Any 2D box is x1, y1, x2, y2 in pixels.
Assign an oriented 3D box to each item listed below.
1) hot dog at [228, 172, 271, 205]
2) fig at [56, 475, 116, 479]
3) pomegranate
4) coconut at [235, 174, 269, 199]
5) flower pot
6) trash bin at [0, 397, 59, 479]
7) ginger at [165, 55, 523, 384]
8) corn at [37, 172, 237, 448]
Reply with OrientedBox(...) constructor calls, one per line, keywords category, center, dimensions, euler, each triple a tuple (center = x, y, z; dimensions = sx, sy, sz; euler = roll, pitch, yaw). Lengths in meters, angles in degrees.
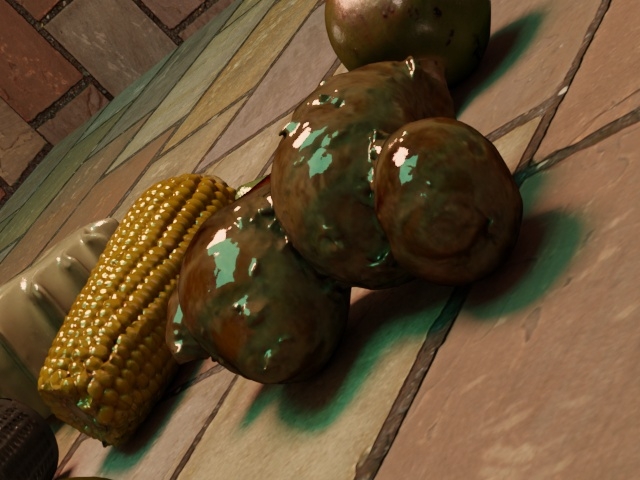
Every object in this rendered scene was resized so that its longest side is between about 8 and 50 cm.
OrientedBox(category="hot dog", center=(-0.011, -0.034, 1.483), dimensions=(0.227, 0.099, 0.160), euler=(-39, 16, 16))
OrientedBox(category="fig", center=(-0.163, 0.252, 1.152), dimensions=(0.133, 0.185, 0.126), euler=(7, -89, -77))
OrientedBox(category="pomegranate", center=(0.096, -0.211, 1.580), dimensions=(0.180, 0.180, 0.209), euler=(-31, 53, 42))
OrientedBox(category="coconut", center=(-0.058, -0.034, 1.652), dimensions=(0.082, 0.081, 0.083), euler=(-46, 17, 56))
OrientedBox(category="flower pot", center=(-0.361, 0.115, 1.895), dimensions=(0.254, 0.164, 0.367), euler=(-47, 14, -31))
OrientedBox(category="trash bin", center=(-0.360, 0.248, 1.564), dimensions=(0.175, 0.175, 0.161), euler=(-38, 6, 24))
OrientedBox(category="ginger", center=(0.000, 0.000, 1.235), dimensions=(0.375, 0.176, 0.256), euler=(-37, 33, 29))
OrientedBox(category="corn", center=(-0.189, 0.064, 1.616), dimensions=(0.144, 0.144, 0.387), euler=(-32, 20, 40))
